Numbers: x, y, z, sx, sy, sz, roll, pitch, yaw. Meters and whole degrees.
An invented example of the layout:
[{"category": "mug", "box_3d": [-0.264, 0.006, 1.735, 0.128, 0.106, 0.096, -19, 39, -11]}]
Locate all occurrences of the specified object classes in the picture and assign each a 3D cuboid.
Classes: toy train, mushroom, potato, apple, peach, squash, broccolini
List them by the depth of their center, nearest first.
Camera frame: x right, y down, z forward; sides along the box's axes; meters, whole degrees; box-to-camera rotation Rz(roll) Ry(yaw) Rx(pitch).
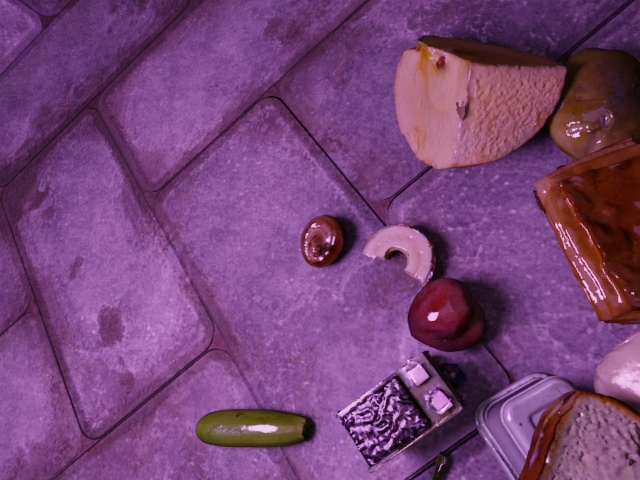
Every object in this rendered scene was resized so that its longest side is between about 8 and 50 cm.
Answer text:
[{"category": "broccolini", "box_3d": [0.206, 0.538, 0.865, 0.072, 0.058, 0.254, 16, 84, -18]}, {"category": "toy train", "box_3d": [0.155, 0.316, 0.875, 0.261, 0.177, 0.134, -39, 66, 9]}, {"category": "potato", "box_3d": [0.543, -0.257, 0.885, 0.197, 0.148, 0.228, 26, 80, -2]}, {"category": "peach", "box_3d": [0.245, 0.155, 0.907, 0.152, 0.152, 0.151, -6, 74, 21]}, {"category": "apple", "box_3d": [0.295, -0.313, 0.953, 0.314, 0.252, 0.309, -43, 29, 10]}, {"category": "squash", "box_3d": [-0.162, 0.424, 1.030, 0.293, 0.082, 0.082, -8, 73, 20]}, {"category": "mushroom", "box_3d": [0.006, 0.003, 1.073, 0.126, 0.085, 0.109, -45, 34, 22]}]

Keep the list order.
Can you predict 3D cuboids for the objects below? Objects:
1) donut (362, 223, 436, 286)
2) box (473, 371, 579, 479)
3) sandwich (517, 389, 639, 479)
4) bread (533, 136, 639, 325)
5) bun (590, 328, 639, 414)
[{"category": "donut", "box_3d": [0.186, 0.022, 1.003, 0.166, 0.065, 0.108, 28, 88, 27]}, {"category": "box", "box_3d": [0.405, 0.370, 0.730, 0.176, 0.182, 0.311, -30, 63, -1]}, {"category": "sandwich", "box_3d": [0.404, 0.348, 0.586, 0.274, 0.095, 0.248, 25, 74, 21]}, {"category": "bread", "box_3d": [0.589, -0.014, 0.783, 0.371, 0.191, 0.313, -16, 64, 5]}, {"category": "bun", "box_3d": [0.536, 0.231, 0.737, 0.145, 0.230, 0.229, 10, 77, 66]}]
